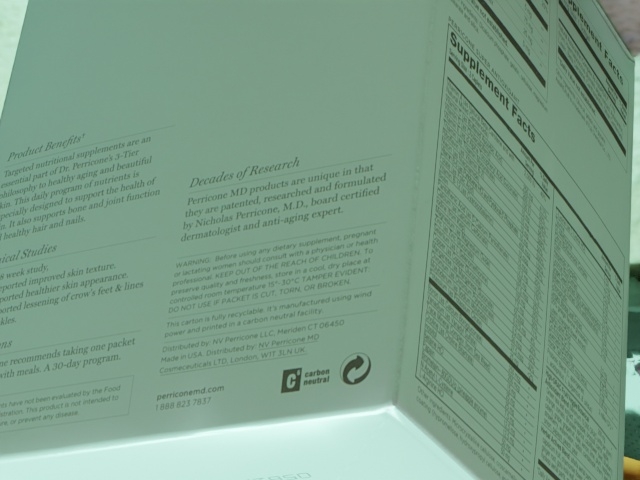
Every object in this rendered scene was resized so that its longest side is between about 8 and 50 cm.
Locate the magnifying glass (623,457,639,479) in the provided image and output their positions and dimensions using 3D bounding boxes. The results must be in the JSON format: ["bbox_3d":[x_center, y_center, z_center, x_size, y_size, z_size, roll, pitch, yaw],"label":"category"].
[{"bbox_3d":[0.203,0.164,1.199,0.092,0.026,0.231,3,149,8],"label":"magnifying glass"}]

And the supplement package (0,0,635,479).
[{"bbox_3d":[0.000,0.000,0.723,0.199,0.262,0.198,-10,146,28],"label":"supplement package"}]

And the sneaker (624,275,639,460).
[{"bbox_3d":[0.248,0.097,0.960,0.341,0.139,0.125,-4,151,22],"label":"sneaker"}]
